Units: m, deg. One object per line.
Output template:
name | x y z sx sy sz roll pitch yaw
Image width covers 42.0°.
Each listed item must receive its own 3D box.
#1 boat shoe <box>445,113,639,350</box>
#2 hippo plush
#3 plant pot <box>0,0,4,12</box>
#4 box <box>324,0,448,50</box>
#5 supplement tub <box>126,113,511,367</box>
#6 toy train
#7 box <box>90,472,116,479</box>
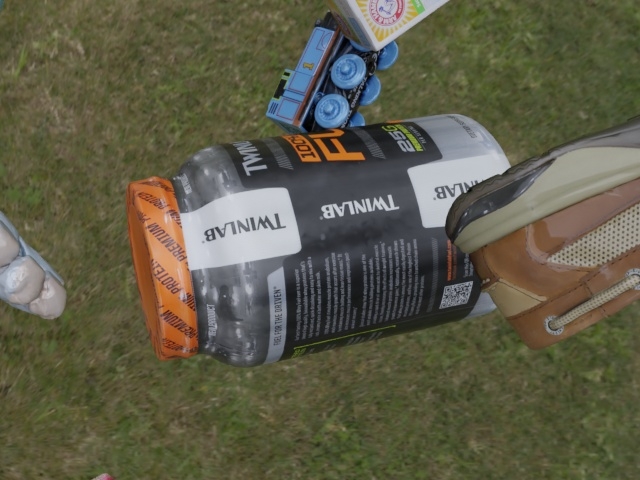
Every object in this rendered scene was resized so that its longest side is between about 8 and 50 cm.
boat shoe | 0.230 -0.032 0.446 0.122 0.324 0.120 -17 83 -61
hippo plush | -0.592 0.066 1.371 0.236 0.234 0.294 -40 97 -9
plant pot | -0.698 -0.487 1.482 0.292 0.235 0.293 -1 39 0
box | 0.094 -0.303 0.859 0.203 0.103 0.114 -35 117 -2
supplement tub | 0.000 0.000 0.789 0.337 0.207 0.207 -10 81 -19
toy train | 0.016 -0.196 0.982 0.105 0.080 0.184 23 87 26
box | -0.283 0.364 0.829 0.256 0.128 0.123 -29 130 3
